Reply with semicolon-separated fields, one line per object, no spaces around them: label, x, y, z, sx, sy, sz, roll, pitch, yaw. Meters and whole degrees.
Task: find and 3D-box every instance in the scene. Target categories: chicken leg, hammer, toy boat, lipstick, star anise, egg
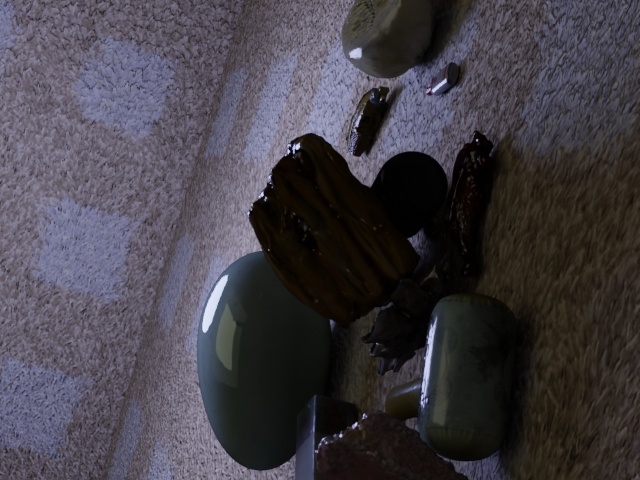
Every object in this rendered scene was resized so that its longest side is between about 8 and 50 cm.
chicken leg;0.203;-0.050;1.637;0.089;0.048;0.219;150;135;-68
hammer;0.147;0.193;1.510;0.305;0.113;0.202;134;151;-64
toy boat;0.086;-0.218;2.139;0.149;0.047;0.049;-65;33;32
lipstick;0.007;0.410;1.757;0.080;0.076;0.372;126;154;-43
star anise;0.131;0.095;1.605;0.182;0.065;0.195;-53;-26;-13
egg;-0.096;0.200;2.002;0.230;0.229;0.371;153;123;-66

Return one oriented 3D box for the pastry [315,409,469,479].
pastry;0.119;0.299;1.364;0.112;0.265;0.103;-32;-19;-48

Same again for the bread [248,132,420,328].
bread;0.000;0.000;1.718;0.167;0.277;0.324;-37;-1;-9

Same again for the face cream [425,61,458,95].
face cream;0.193;-0.253;1.893;0.083;0.021;0.040;143;141;-62

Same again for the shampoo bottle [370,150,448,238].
shampoo bottle;0.119;-0.056;1.768;0.284;0.101;0.101;111;173;-81

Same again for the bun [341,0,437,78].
bun;0.132;-0.368;2.020;0.193;0.127;0.178;-43;33;37
